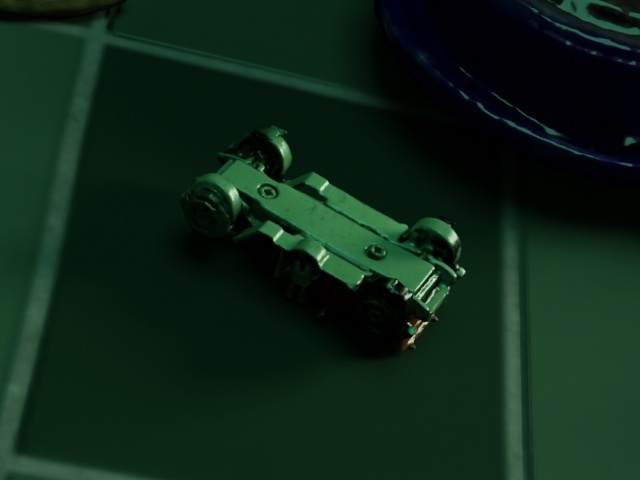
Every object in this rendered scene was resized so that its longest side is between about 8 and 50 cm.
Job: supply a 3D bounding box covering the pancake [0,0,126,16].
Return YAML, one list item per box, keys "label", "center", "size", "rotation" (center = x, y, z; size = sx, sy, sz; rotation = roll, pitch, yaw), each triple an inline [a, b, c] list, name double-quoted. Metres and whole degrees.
- label: "pancake"
  center: [-0.186, -0.194, 1.156]
  size: [0.190, 0.020, 0.184]
  rotation: [28, 42, 10]

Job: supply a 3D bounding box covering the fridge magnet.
- label: "fridge magnet"
  center: [0.162, -0.132, 1.143]
  size: [0.265, 0.113, 0.265]
  rotation: [9, 42, -8]

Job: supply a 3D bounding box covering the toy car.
- label: "toy car"
  center: [0.000, 0.000, 0.994]
  size: [0.143, 0.054, 0.073]
  rotation: [28, 45, 12]
